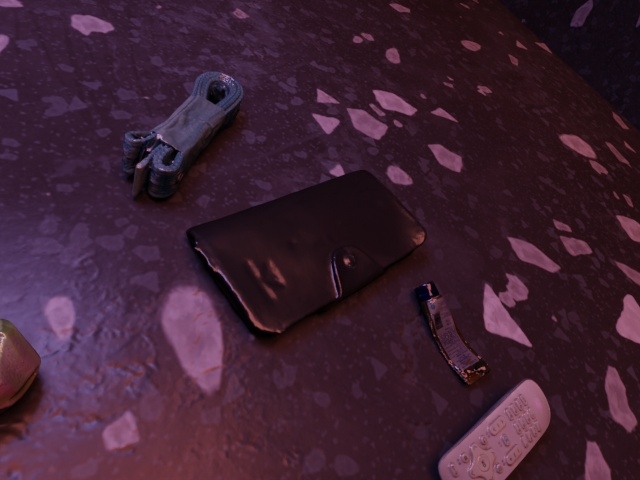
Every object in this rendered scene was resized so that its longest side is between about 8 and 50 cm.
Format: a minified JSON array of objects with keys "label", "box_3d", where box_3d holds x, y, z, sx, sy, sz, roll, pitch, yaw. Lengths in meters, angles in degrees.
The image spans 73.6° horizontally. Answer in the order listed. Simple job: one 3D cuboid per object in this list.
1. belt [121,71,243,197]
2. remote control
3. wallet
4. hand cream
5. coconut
[{"label":"belt","box_3d":[-0.209,-0.177,0.673,0.087,0.072,0.302,31,44,-9]},{"label":"remote control","box_3d":[0.239,0.266,0.582,0.229,0.044,0.073,-24,84,-31]},{"label":"wallet","box_3d":[0.000,0.000,0.659,0.378,0.051,0.197,-24,68,-38]},{"label":"hand cream","box_3d":[0.201,0.140,0.670,0.062,0.039,0.163,-13,67,-38]},{"label":"coconut","box_3d":[-0.298,0.119,0.379,0.082,0.081,0.083,-31,38,-31]}]
